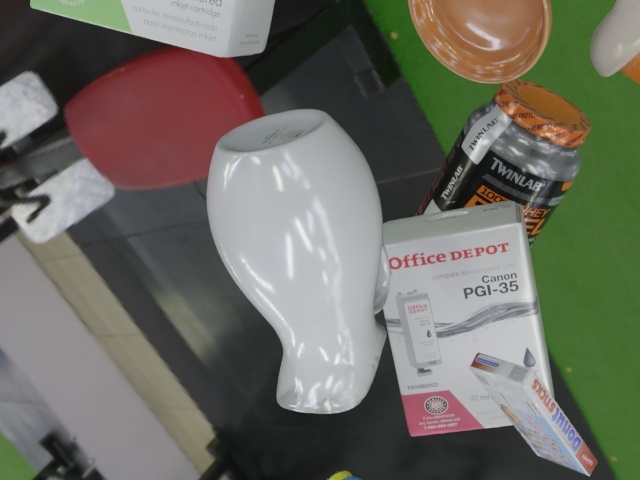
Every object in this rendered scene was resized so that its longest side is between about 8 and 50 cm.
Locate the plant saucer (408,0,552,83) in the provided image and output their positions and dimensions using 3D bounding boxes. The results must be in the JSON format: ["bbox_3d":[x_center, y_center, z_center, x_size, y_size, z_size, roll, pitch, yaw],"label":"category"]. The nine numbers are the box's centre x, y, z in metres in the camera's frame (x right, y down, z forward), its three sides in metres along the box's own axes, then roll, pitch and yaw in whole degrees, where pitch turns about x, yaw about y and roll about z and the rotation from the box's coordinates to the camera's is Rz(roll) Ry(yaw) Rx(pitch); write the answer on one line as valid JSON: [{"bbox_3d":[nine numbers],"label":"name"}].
[{"bbox_3d":[0.198,-0.291,1.068,0.200,0.037,0.200,30,142,27],"label":"plant saucer"}]

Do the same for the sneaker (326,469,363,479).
[{"bbox_3d":[0.003,0.372,1.002,0.082,0.209,0.069,35,-172,38],"label":"sneaker"}]

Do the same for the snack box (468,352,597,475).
[{"bbox_3d":[0.211,0.173,0.848,0.064,0.022,0.178,12,150,47],"label":"snack box"}]

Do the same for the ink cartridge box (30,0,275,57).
[{"bbox_3d":[-0.125,-0.363,0.779,0.207,0.119,0.354,16,107,10],"label":"ink cartridge box"}]

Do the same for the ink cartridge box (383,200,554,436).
[{"bbox_3d":[0.197,0.108,1.192,0.207,0.117,0.283,-10,103,14],"label":"ink cartridge box"}]

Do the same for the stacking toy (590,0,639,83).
[{"bbox_3d":[0.521,-0.152,0.776,0.480,0.350,0.350,44,144,3],"label":"stacking toy"}]

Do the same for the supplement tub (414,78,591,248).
[{"bbox_3d":[0.287,-0.087,1.396,0.193,0.193,0.316,33,123,13],"label":"supplement tub"}]

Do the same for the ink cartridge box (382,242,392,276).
[{"bbox_3d":[0.001,0.030,0.914,0.122,0.052,0.088,-29,150,25],"label":"ink cartridge box"}]

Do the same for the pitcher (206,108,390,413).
[{"bbox_3d":[0.000,0.000,0.672,0.125,0.178,0.207,-3,118,26],"label":"pitcher"}]
